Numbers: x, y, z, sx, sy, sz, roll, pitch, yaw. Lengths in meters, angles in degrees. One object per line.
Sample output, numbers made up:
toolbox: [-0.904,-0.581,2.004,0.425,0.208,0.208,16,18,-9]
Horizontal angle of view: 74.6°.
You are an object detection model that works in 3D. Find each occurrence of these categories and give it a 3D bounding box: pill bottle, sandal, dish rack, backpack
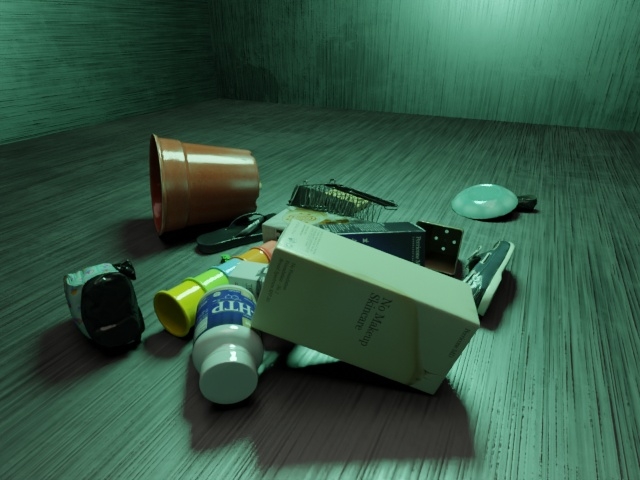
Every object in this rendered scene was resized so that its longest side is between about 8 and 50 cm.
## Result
pill bottle: [-0.150,0.165,0.688,0.112,0.112,0.186,-6,28,-11]
sandal: [-0.209,-0.031,1.138,0.254,0.054,0.097,-23,35,-37]
dish rack: [0.056,-0.095,1.078,0.208,0.074,0.271,14,-1,-27]
backpack: [-0.405,0.105,0.781,0.115,0.152,0.182,-8,15,-35]

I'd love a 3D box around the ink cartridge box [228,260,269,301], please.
ink cartridge box: [-0.093,0.106,0.806,0.151,0.109,0.063,7,30,13]

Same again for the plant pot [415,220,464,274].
plant pot: [0.289,0.007,1.013,0.109,0.109,0.096,15,19,27]

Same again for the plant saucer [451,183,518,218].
plant saucer: [0.505,-0.133,1.302,0.195,0.037,0.195,-11,33,7]

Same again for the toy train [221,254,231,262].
toy train: [-0.218,0.056,1.010,0.024,0.017,0.083,-4,25,-31]

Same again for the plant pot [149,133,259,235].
plant pot: [-0.328,-0.157,1.190,0.265,0.272,0.272,-5,26,-26]

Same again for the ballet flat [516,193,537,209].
ballet flat: [0.588,-0.114,1.322,0.173,0.049,0.057,0,39,14]

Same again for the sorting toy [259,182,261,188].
sorting toy: [-0.365,-0.161,1.408,0.229,0.041,0.307,9,28,18]

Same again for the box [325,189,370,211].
box: [0.038,-0.115,1.338,0.164,0.021,0.201,23,36,38]

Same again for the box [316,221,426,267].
box: [0.099,0.045,0.856,0.207,0.153,0.108,-3,12,-4]

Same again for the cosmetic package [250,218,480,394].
cosmetic package: [0.065,0.102,0.665,0.309,0.160,0.113,20,28,1]

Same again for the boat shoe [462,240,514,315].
boat shoe: [0.352,0.066,0.908,0.079,0.095,0.254,25,44,21]

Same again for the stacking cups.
stacking cups: [-0.193,0.075,0.884,0.096,0.096,0.316,15,31,27]

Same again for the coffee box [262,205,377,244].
coffee box: [0.000,0.000,1.026,0.247,0.098,0.141,13,29,24]
